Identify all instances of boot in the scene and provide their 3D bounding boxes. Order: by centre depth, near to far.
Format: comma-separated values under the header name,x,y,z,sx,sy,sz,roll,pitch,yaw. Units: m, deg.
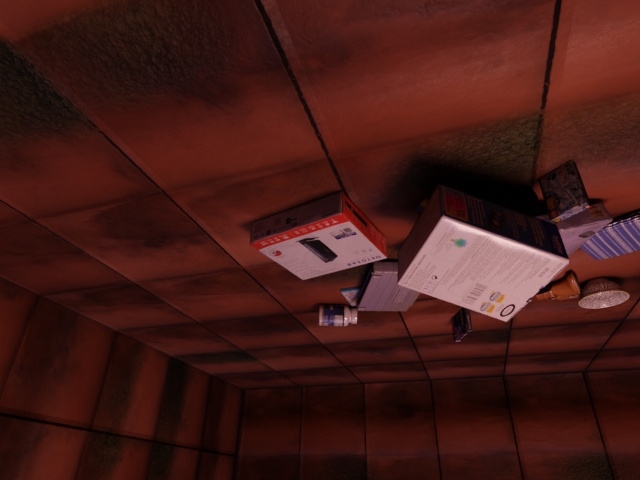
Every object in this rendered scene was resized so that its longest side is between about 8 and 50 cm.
name,x,y,z,sx,sy,sz,roll,pitch,yaw
boot,0.458,-0.072,1.231,0.246,0.094,0.207,2,146,-14
boot,0.919,0.189,1.681,0.152,0.073,0.197,-10,145,25

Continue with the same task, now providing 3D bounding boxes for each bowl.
name,x,y,z,sx,sy,sz,roll,pitch,yaw
bowl,1.086,0.196,1.673,0.170,0.080,0.170,1,150,0

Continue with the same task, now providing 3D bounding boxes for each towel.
name,x,y,z,sx,sy,sz,roll,pitch,yaw
towel,0.999,-0.033,1.346,0.243,0.040,0.336,24,144,-36

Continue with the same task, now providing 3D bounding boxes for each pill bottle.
name,x,y,z,sx,sy,sz,roll,pitch,yaw
pill bottle,0.077,0.336,1.933,0.169,0.094,0.094,2,149,-1

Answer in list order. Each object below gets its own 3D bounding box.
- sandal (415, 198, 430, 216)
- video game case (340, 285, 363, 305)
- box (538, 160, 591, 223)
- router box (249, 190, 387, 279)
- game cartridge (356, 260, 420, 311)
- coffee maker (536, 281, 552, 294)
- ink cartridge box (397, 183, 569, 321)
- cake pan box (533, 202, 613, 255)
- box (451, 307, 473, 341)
name,x,y,z,sx,sy,sz,roll,pitch,yaw
sandal,0.359,0.004,1.278,0.138,0.126,0.317,-42,127,2
video game case,0.166,0.238,1.842,0.119,0.015,0.166,-9,147,18
box,0.618,-0.123,1.098,0.027,0.137,0.094,20,145,-28
router box,0.000,0.000,1.382,0.335,0.082,0.301,-17,144,28
game cartridge,0.282,0.185,1.693,0.230,0.068,0.355,-2,148,-9
coffee maker,0.702,0.128,1.487,0.178,0.171,0.120,28,167,-33
ink cartridge box,0.434,0.051,1.132,0.395,0.151,0.270,20,133,-3
cake pan box,0.679,-0.002,1.300,0.267,0.070,0.245,-12,152,-5
box,0.644,0.383,1.970,0.029,0.116,0.162,6,148,-6
